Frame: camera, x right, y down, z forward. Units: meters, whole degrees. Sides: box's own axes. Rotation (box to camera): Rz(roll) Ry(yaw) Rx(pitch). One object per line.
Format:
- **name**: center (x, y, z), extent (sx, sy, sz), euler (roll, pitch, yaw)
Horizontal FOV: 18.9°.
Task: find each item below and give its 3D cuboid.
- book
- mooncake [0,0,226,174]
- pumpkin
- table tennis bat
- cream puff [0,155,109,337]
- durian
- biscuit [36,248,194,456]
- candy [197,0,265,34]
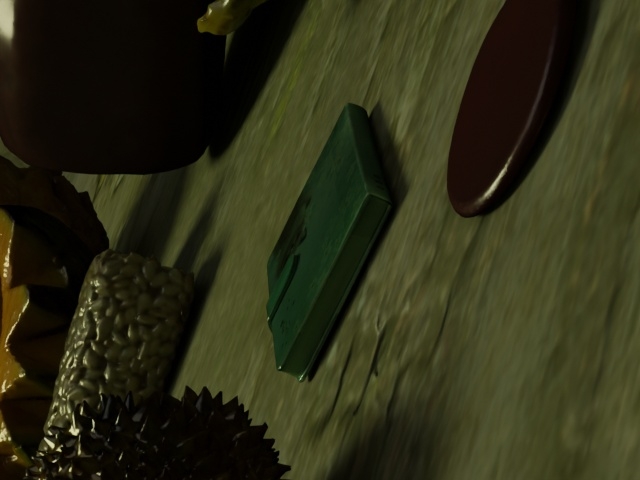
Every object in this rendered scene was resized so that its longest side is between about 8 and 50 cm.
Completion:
- **book**: center (0.000, 0.000, 0.912), extent (0.135, 0.017, 0.103), euler (-100, 34, -68)
- **mooncake**: center (-0.155, -0.208, 1.400), extent (0.334, 0.174, 0.326), euler (84, -169, -74)
- **pumpkin**: center (-0.177, 0.118, 1.328), extent (0.130, 0.149, 0.254), euler (24, 100, 50)
- **table tennis bat**: center (0.077, -0.082, 0.725), extent (0.098, 0.019, 0.155), euler (149, 139, -72)
- **cream puff**: center (-0.304, 0.085, 1.578), extent (0.343, 0.231, 0.327), euler (-57, 20, 19)
- **durian**: center (-0.071, 0.135, 0.738), extent (0.168, 0.137, 0.158), euler (-38, 41, 41)
- **biscuit**: center (-0.134, 0.088, 1.227), extent (0.082, 0.070, 0.169), euler (147, 140, -82)
- **candy**: center (0.015, -0.253, 1.160), extent (0.187, 0.081, 0.297), euler (-55, 7, 46)
